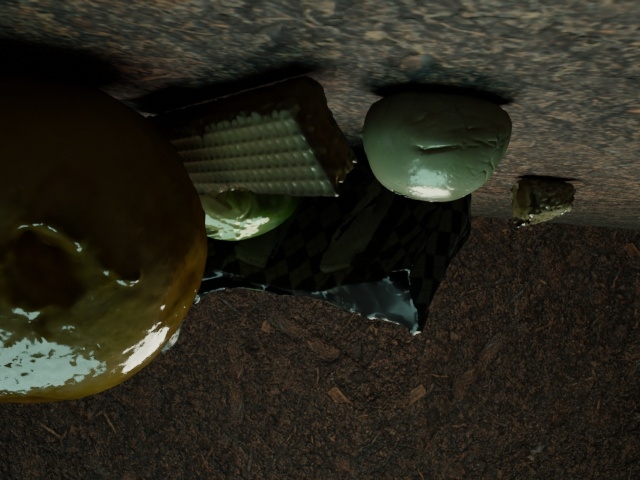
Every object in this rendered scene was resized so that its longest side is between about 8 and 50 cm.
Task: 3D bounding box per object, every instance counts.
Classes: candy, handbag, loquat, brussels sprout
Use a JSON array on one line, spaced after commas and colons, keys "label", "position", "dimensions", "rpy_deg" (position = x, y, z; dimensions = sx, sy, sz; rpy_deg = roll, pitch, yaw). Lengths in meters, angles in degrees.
[{"label": "candy", "position": [0.389, -0.070, 1.171], "dimensions": [0.110, 0.085, 0.095], "rpy_deg": [-5, 176, -10]}, {"label": "handbag", "position": [0.000, 0.000, 1.039], "dimensions": [0.416, 0.180, 0.317], "rpy_deg": [6, -143, 26]}, {"label": "loquat", "position": [-0.271, -0.003, 0.631], "dimensions": [0.328, 0.328, 0.328], "rpy_deg": [5, -179, 0]}, {"label": "brussels sprout", "position": [-0.122, -0.075, 0.950], "dimensions": [0.181, 0.161, 0.144], "rpy_deg": [5, 141, -34]}]

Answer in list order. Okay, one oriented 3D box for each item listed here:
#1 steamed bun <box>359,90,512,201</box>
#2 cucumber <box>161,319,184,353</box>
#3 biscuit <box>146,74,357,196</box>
[{"label": "steamed bun", "position": [0.102, -0.080, 0.582], "dimensions": [0.130, 0.091, 0.112], "rpy_deg": [5, 179, -33]}, {"label": "cucumber", "position": [-0.266, 0.014, 1.098], "dimensions": [0.096, 0.359, 0.096], "rpy_deg": [5, -175, 0]}, {"label": "biscuit", "position": [-0.097, -0.096, 0.668], "dimensions": [0.054, 0.094, 0.379], "rpy_deg": [-43, -155, -24]}]
